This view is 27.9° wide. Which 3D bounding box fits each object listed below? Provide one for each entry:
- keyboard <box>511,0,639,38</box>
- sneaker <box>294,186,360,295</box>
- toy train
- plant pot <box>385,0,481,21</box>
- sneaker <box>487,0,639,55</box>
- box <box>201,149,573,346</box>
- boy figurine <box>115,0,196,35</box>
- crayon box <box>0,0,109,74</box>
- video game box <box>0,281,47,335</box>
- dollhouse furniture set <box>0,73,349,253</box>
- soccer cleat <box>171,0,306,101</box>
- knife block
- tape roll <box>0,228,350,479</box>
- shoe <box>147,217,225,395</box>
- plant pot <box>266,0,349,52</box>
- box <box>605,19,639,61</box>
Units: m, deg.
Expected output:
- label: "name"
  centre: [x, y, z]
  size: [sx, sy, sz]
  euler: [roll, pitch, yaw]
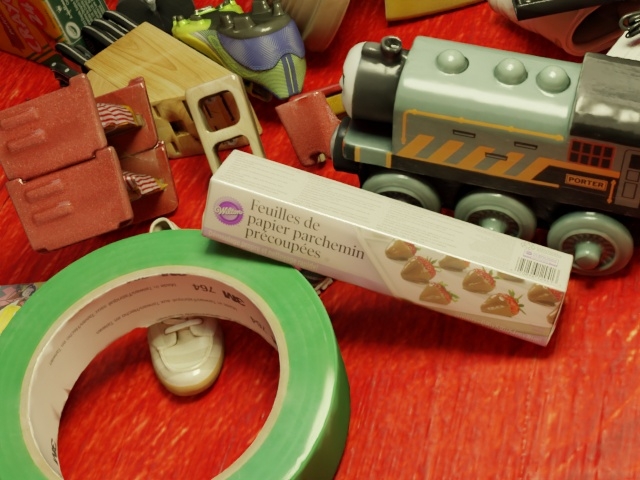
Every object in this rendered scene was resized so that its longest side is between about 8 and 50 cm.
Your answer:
- label: "keyboard"
  centre: [0.348, -0.260, 1.273]
  size: [0.317, 0.033, 0.202]
  euler: [-11, 38, 6]
- label: "sneaker"
  centre: [0.000, 0.000, 1.259]
  size: [0.170, 0.075, 0.063]
  euler: [-28, 41, -4]
- label: "toy train"
  centre: [0.170, -0.088, 1.148]
  size: [0.333, 0.190, 0.142]
  euler: [13, 50, 12]
- label: "plant pot"
  centre: [0.172, -0.401, 1.514]
  size: [0.187, 0.212, 0.212]
  euler: [2, 46, 8]
- label: "sneaker"
  centre: [0.344, -0.310, 1.409]
  size: [0.292, 0.108, 0.169]
  euler: [-39, 45, -4]
- label: "box"
  centre: [0.058, 0.005, 1.136]
  size: [0.323, 0.063, 0.067]
  euler: [17, 32, 7]
- label: "boy figurine"
  centre: [-0.226, -0.380, 1.749]
  size: [0.177, 0.092, 0.285]
  euler: [-18, 41, 8]
- label: "crayon box"
  centre: [-0.420, -0.344, 1.721]
  size: [0.318, 0.202, 0.081]
  euler: [22, 59, 41]
- label: "video game box"
  centre: [-0.335, 0.131, 1.301]
  size: [0.187, 0.048, 0.205]
  euler: [-7, 44, 22]
- label: "dollhouse furniture set"
  centre: [-0.121, -0.119, 1.315]
  size: [0.374, 0.152, 0.201]
  euler: [-18, 4, 8]
- label: "soccer cleat"
  centre: [-0.100, -0.219, 1.520]
  size: [0.093, 0.121, 0.289]
  euler: [-25, 20, -18]
- label: "knife block"
  centre: [-0.197, -0.203, 1.552]
  size: [0.275, 0.088, 0.242]
  euler: [-9, 44, 18]
- label: "tape roll"
  centre: [-0.136, 0.140, 1.127]
  size: [0.321, 0.077, 0.321]
  euler: [-6, 53, 9]
- label: "shoe"
  centre: [-0.142, 0.062, 1.273]
  size: [0.076, 0.058, 0.219]
  euler: [-20, 41, 5]
- label: "plant pot"
  centre: [-0.022, -0.346, 1.494]
  size: [0.109, 0.237, 0.237]
  euler: [13, 43, -12]
- label: "box"
  centre: [0.347, -0.126, 1.215]
  size: [0.170, 0.091, 0.130]
  euler: [21, 58, 39]
